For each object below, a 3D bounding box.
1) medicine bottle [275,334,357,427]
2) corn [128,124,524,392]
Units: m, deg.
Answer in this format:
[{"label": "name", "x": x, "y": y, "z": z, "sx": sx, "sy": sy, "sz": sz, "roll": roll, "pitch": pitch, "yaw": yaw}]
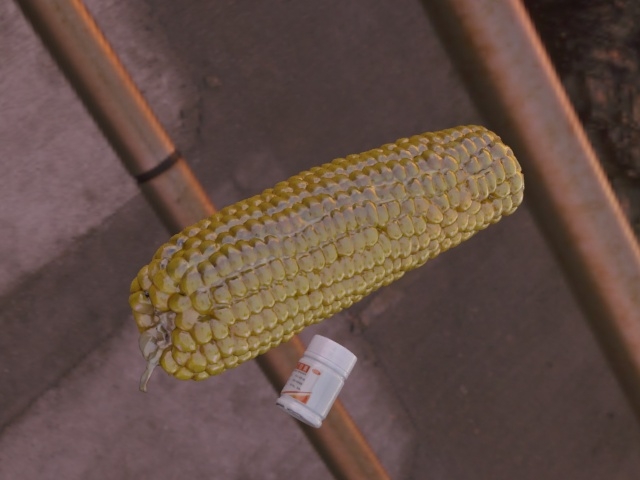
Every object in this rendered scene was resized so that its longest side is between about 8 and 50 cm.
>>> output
[{"label": "medicine bottle", "x": -0.005, "y": 0.154, "z": 1.255, "sx": 0.057, "sy": 0.057, "sz": 0.089, "roll": 38, "pitch": 75, "yaw": -30}, {"label": "corn", "x": 0.000, "y": 0.000, "z": 0.786, "sx": 0.310, "sy": 0.101, "sz": 0.101, "roll": -28, "pitch": 108, "yaw": -19}]
